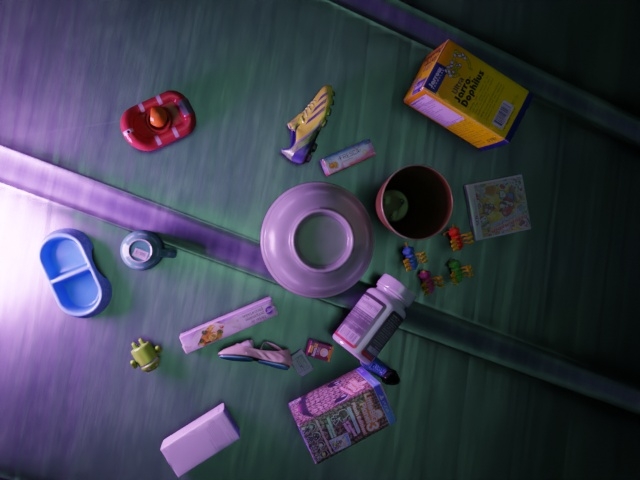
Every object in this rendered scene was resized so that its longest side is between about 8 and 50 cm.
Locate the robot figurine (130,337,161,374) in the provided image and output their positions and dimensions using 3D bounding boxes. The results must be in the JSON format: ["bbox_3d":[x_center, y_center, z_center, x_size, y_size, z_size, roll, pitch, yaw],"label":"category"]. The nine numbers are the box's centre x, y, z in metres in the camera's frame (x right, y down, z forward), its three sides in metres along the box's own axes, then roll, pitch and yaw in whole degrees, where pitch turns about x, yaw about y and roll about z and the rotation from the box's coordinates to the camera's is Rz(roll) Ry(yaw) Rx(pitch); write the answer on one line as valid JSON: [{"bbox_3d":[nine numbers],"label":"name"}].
[{"bbox_3d":[-0.561,0.370,1.804,0.101,0.067,0.115,-31,97,-21],"label":"robot figurine"}]

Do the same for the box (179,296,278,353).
[{"bbox_3d":[-0.301,0.277,1.854,0.324,0.067,0.063,-22,96,-11],"label":"box"}]

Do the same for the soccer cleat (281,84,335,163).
[{"bbox_3d":[-0.041,-0.398,1.881,0.121,0.093,0.289,23,86,-4],"label":"soccer cleat"}]

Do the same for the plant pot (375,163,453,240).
[{"bbox_3d":[0.279,-0.122,1.865,0.237,0.254,0.237,0,92,-11],"label":"plant pot"}]

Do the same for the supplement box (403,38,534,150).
[{"bbox_3d":[0.503,-0.489,1.932,0.356,0.194,0.195,29,86,-11],"label":"supplement box"}]

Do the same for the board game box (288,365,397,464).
[{"bbox_3d":[0.065,0.563,1.848,0.291,0.232,0.141,-25,96,-10],"label":"board game box"}]

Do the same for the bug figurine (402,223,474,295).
[{"bbox_3d":[0.415,0.072,1.989,0.279,0.072,0.216,-20,101,-15],"label":"bug figurine"}]

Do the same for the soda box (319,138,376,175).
[{"bbox_3d":[0.093,-0.284,1.925,0.183,0.058,0.063,-24,95,-11],"label":"soda box"}]

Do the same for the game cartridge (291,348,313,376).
[{"bbox_3d":[-0.066,0.421,1.929,0.056,0.017,0.083,-31,97,-13],"label":"game cartridge"}]

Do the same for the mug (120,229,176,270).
[{"bbox_3d":[-0.553,0.025,1.783,0.158,0.097,0.129,-25,96,-9],"label":"mug"}]

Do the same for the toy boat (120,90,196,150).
[{"bbox_3d":[-0.508,-0.378,1.757,0.231,0.151,0.151,-28,96,-10],"label":"toy boat"}]

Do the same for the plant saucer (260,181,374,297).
[{"bbox_3d":[0.000,0.000,1.892,0.400,0.100,0.400,0,92,-11],"label":"plant saucer"}]

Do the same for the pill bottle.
[{"bbox_3d":[0.185,0.263,1.901,0.161,0.161,0.283,40,84,-9],"label":"pill bottle"}]

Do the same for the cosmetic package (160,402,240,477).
[{"bbox_3d":[-0.389,0.649,1.836,0.231,0.085,0.117,-29,96,-7],"label":"cosmetic package"}]

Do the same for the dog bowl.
[{"bbox_3d":[-0.771,0.105,1.754,0.166,0.074,0.297,-23,96,-10],"label":"dog bowl"}]

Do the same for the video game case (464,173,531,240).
[{"bbox_3d":[0.648,-0.121,2.054,0.227,0.026,0.206,-12,94,-11],"label":"video game case"}]

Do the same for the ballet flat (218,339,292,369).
[{"bbox_3d":[-0.213,0.373,1.875,0.248,0.086,0.086,14,88,-13],"label":"ballet flat"}]

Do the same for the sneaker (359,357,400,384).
[{"bbox_3d":[0.210,0.449,1.948,0.152,0.084,0.058,37,84,-9],"label":"sneaker"}]

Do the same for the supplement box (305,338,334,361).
[{"bbox_3d":[-0.003,0.375,1.926,0.083,0.043,0.055,17,89,-10],"label":"supplement box"}]
